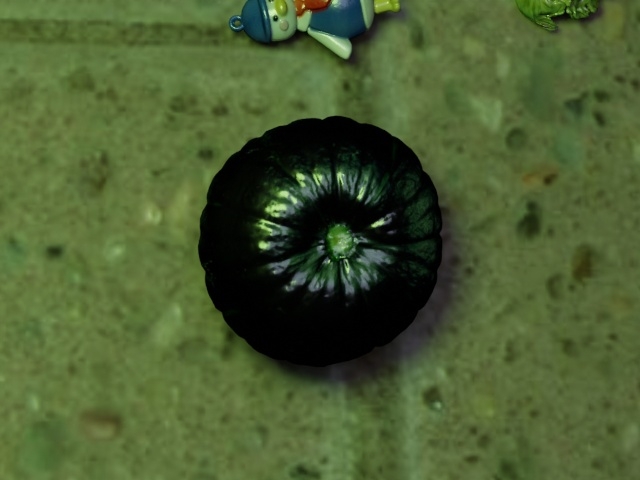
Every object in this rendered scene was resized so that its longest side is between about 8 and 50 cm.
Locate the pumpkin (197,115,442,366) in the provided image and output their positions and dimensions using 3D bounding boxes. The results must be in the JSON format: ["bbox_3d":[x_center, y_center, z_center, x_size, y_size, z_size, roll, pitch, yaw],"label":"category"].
[{"bbox_3d":[0.000,0.000,1.526,0.202,0.140,0.202,-1,92,-15],"label":"pumpkin"}]

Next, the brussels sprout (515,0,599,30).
[{"bbox_3d":[0.208,-0.224,1.647,0.085,0.058,0.085,2,85,-24],"label":"brussels sprout"}]

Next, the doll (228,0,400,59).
[{"bbox_3d":[-0.007,-0.194,1.609,0.143,0.057,0.098,-12,81,-5],"label":"doll"}]
